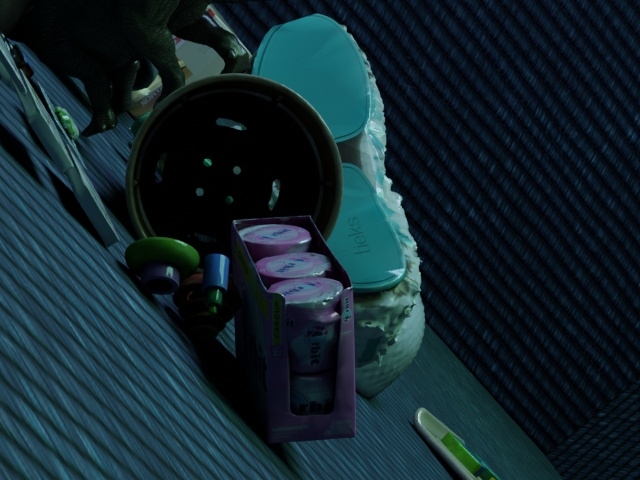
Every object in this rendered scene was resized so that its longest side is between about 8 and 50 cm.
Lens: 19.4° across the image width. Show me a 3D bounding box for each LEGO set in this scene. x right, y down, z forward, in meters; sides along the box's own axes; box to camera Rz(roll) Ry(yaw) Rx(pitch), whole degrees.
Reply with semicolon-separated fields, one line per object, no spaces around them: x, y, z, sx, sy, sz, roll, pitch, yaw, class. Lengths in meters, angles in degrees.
-0.226;-0.110;1.321;0.182;0.060;0.244;62;-3;-34;LEGO set

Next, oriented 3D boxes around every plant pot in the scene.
-0.075;-0.045;1.497;0.167;0.167;0.165;49;-5;-6;plant pot

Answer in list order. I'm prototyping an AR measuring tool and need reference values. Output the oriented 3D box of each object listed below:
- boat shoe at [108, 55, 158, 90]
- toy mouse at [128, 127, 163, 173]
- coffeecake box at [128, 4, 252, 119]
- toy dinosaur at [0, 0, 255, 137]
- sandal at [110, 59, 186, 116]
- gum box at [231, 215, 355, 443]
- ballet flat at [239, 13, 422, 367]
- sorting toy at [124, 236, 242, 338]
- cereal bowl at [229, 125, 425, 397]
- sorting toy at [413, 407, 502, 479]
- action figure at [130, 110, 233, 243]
-0.255;-0.246;1.688;0.319;0.116;0.099;38;35;-37;boat shoe
-0.134;-0.067;1.827;0.161;0.031;0.143;43;5;4;toy mouse
-0.169;-0.209;2.107;0.068;0.142;0.185;47;4;-27;coffeecake box
-0.153;-0.186;1.521;0.160;0.313;0.121;68;27;-13;toy dinosaur
-0.197;-0.179;1.890;0.079;0.088;0.240;55;8;-7;sandal
-0.020;0.060;1.310;0.188;0.062;0.107;-121;-151;-71;gum box
0.001;-0.042;1.775;0.147;0.147;0.409;46;23;-41;ballet flat
-0.090;0.037;1.283;0.102;0.061;0.042;37;46;-43;sorting toy
0.000;0.000;2.017;0.339;0.141;0.339;48;3;-3;cereal bowl
0.201;0.294;2.208;0.208;0.038;0.193;52;4;29;sorting toy
-0.095;-0.029;1.740;0.232;0.063;0.137;52;4;-19;action figure
